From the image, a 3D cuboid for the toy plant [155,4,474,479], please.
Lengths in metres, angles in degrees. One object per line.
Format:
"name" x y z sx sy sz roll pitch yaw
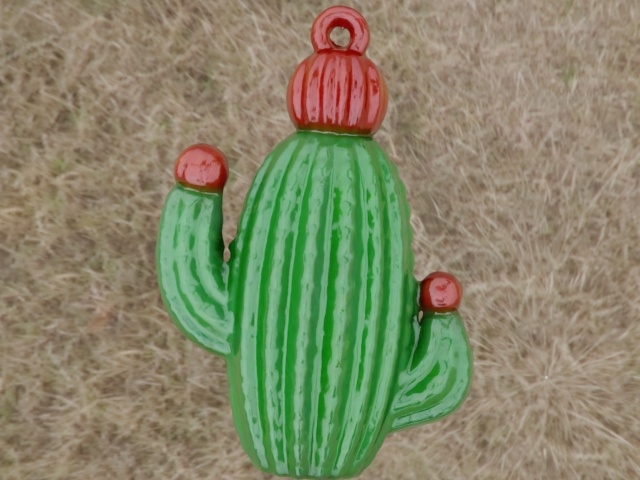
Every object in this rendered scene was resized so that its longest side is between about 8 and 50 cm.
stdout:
"toy plant" -0.011 0.010 0.544 0.155 0.088 0.240 -20 92 2
